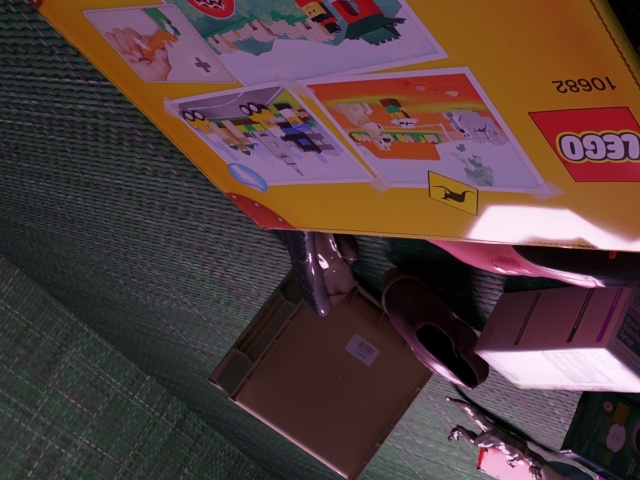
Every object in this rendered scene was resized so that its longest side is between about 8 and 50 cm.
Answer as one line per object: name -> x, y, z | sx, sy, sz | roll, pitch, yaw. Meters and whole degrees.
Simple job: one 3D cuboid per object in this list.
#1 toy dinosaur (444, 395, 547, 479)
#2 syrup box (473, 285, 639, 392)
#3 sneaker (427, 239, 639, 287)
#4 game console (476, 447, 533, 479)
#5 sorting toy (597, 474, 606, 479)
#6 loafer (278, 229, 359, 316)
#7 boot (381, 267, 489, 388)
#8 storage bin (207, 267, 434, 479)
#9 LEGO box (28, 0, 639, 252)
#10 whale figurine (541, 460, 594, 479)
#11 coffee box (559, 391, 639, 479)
toy dinosaur -> 0.308, 0.362, 1.733 | 0.268, 0.064, 0.118 | 37, 151, -11
syrup box -> 0.306, 0.119, 1.139 | 0.093, 0.096, 0.237 | 38, 158, -19
sneaker -> 0.222, -0.014, 0.971 | 0.314, 0.116, 0.136 | 18, 167, 45
game console -> 0.393, 0.442, 1.856 | 0.144, 0.085, 0.124 | 20, 125, 24
sorting toy -> 0.522, 0.403, 1.519 | 0.126, 0.127, 0.365 | -6, 147, 17
loafer -> 0.000, 0.000, 1.312 | 0.094, 0.087, 0.251 | 47, 160, 36
boot -> 0.175, 0.157, 1.291 | 0.248, 0.090, 0.207 | 48, -173, -22
storage bin -> 0.011, 0.202, 1.495 | 0.262, 0.260, 0.123 | 38, 175, -19
LEGO box -> 0.043, -0.178, 0.682 | 0.500, 0.193, 0.372 | 4, 147, 48
whale figurine -> 0.440, 0.415, 1.358 | 0.272, 0.141, 0.216 | 51, 173, -7
coffee box -> 0.443, 0.297, 1.334 | 0.184, 0.113, 0.040 | 29, 157, -2
